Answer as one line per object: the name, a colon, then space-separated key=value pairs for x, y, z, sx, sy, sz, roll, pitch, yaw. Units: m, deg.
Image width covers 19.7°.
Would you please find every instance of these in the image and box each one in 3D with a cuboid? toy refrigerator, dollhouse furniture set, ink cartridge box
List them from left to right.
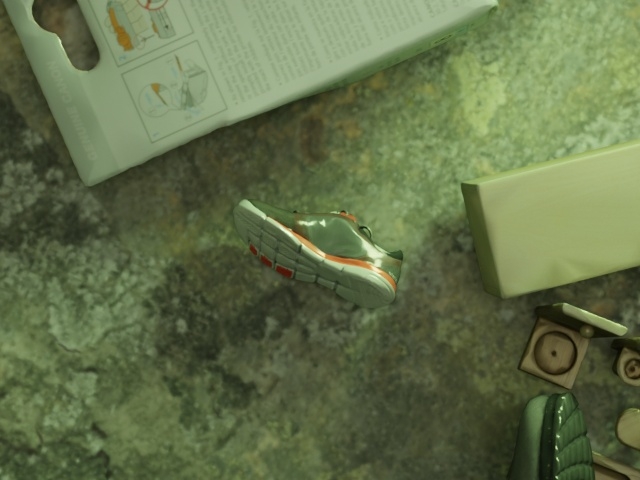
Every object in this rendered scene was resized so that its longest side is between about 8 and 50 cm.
ink cartridge box: x=-0.082 y=-0.257 z=1.590 sx=0.385 sy=0.091 sz=0.308 roll=-24 pitch=88 yaw=3
dollhouse furniture set: x=0.233 y=0.150 z=1.551 sx=0.144 sy=0.123 sz=0.151 roll=22 pitch=85 yaw=-2
toy refrigerator: x=0.266 y=-0.033 z=1.585 sx=0.269 sy=0.094 sz=0.102 roll=-14 pitch=94 yaw=-4

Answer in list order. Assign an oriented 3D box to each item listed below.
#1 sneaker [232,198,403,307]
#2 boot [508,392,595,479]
sneaker: x=0.000 y=0.000 z=1.589 sx=0.158 sy=0.061 sz=0.065 roll=29 pitch=58 yaw=-2
boot: x=0.100 y=0.283 z=1.511 sx=0.222 sy=0.118 sz=0.338 roll=4 pitch=79 yaw=26
